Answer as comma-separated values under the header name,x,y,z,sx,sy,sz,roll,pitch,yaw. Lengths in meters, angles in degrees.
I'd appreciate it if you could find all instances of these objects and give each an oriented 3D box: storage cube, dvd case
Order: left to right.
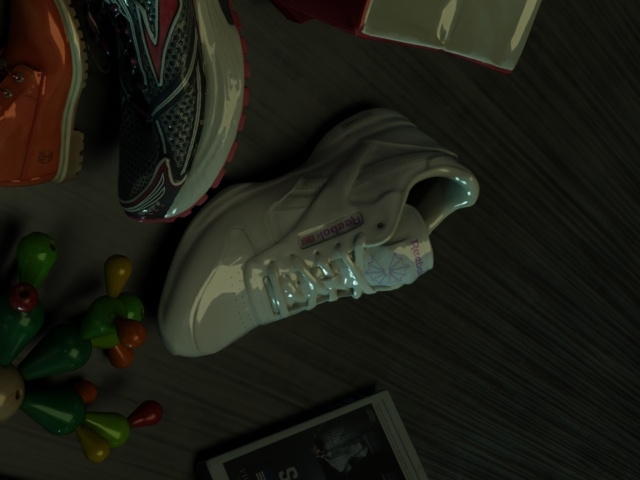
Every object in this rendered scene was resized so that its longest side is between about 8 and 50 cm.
name,x,y,z,sx,sy,sz,roll,pitch,yaw
dvd case,0.011,0.262,1.186,0.238,0.179,0.029,-15,166,-40
storage cube,0.050,-0.244,0.872,0.183,0.193,0.215,5,110,-47

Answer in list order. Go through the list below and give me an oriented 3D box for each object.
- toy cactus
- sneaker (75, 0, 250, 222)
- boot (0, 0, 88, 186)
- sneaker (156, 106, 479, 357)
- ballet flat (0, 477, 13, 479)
name,x,y,z,sx,sy,sz,roll,pitch,yaw
toy cactus,-0.207,0.102,0.913,0.180,0.112,0.219,-29,141,-17
sneaker,-0.119,-0.157,0.822,0.112,0.121,0.299,-9,113,-33
boot,-0.204,-0.104,0.809,0.084,0.059,0.158,-14,125,-34
sneaker,0.000,0.000,1.007,0.305,0.152,0.114,-38,138,-20
ballet flat,-0.269,0.220,0.953,0.070,0.070,0.188,-57,138,-2
